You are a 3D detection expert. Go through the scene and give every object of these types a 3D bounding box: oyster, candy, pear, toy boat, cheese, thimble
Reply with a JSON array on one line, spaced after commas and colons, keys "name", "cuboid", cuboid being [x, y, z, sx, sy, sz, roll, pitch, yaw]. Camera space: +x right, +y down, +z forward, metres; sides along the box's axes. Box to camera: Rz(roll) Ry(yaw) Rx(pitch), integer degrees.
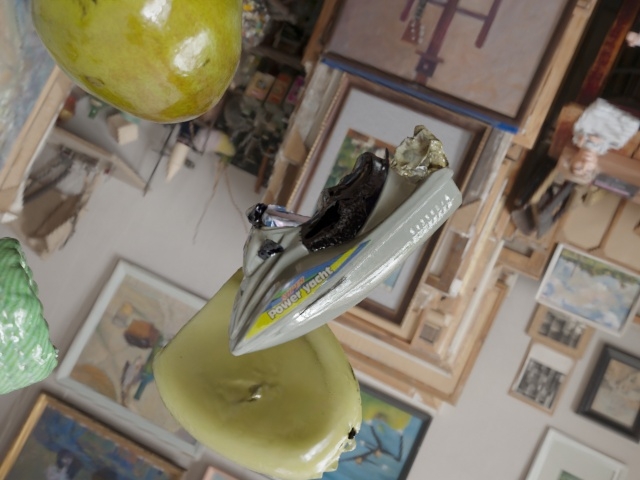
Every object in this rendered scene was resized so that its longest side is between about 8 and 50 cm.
[{"name": "oyster", "cuboid": [0.139, -0.090, 1.209, 0.107, 0.232, 0.161, 40, -177, 19]}, {"name": "candy", "cuboid": [-0.034, 0.005, 1.078, 0.160, 0.092, 0.073, 13, -166, -27]}, {"name": "pear", "cuboid": [-0.164, -0.209, 0.640, 0.200, 0.200, 0.200, 25, 173, 3]}, {"name": "toy boat", "cuboid": [0.008, 0.002, 0.680, 0.140, 0.270, 0.140, 54, 162, 27]}, {"name": "cheese", "cuboid": [-0.080, 0.208, 0.997, 0.316, 0.259, 0.128, 42, 178, 18]}, {"name": "thimble", "cuboid": [-0.464, 0.111, 0.952, 0.150, 0.218, 0.219, -18, -169, -21]}]
